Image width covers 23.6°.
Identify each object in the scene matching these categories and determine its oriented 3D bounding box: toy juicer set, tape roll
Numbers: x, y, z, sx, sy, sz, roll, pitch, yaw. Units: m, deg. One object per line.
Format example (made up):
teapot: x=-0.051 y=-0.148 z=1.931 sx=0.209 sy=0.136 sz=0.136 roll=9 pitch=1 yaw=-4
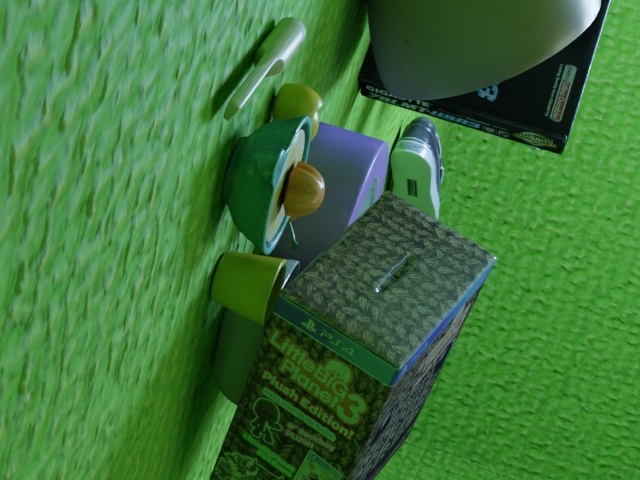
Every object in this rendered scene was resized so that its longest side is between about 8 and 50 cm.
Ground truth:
toy juicer set: x=-0.028 y=-0.082 z=1.447 sx=0.329 sy=0.089 sz=0.209 roll=97 pitch=13 yaw=-53
tape roll: x=0.000 y=0.000 z=1.851 sx=0.275 sy=0.090 sz=0.275 roll=17 pitch=90 yaw=-82

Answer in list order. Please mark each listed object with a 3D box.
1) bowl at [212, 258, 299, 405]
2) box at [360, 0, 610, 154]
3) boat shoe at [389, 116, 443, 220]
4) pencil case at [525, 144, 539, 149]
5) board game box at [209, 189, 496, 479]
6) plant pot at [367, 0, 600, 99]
bowl: x=-0.073 y=0.096 z=1.664 sx=0.142 sy=0.053 sz=0.142 roll=-60 pitch=165 yaw=-58
box: x=0.236 y=-0.297 z=2.105 sx=0.073 sy=0.293 sz=0.296 roll=81 pitch=28 yaw=-73
boat shoe: x=0.181 y=-0.124 z=2.884 sx=0.301 sy=0.108 sz=0.102 roll=81 pitch=28 yaw=-59
pencil case: x=0.218 y=-0.222 z=2.263 sx=0.124 sy=0.273 sz=0.113 roll=85 pitch=29 yaw=-54
board game box: x=0.032 y=0.136 z=1.623 sx=0.232 sy=0.141 sz=0.291 roll=-43 pitch=160 yaw=-48
plant pot: x=0.169 y=-0.323 z=1.843 sx=0.191 sy=0.284 sz=0.284 roll=63 pitch=29 yaw=-24
